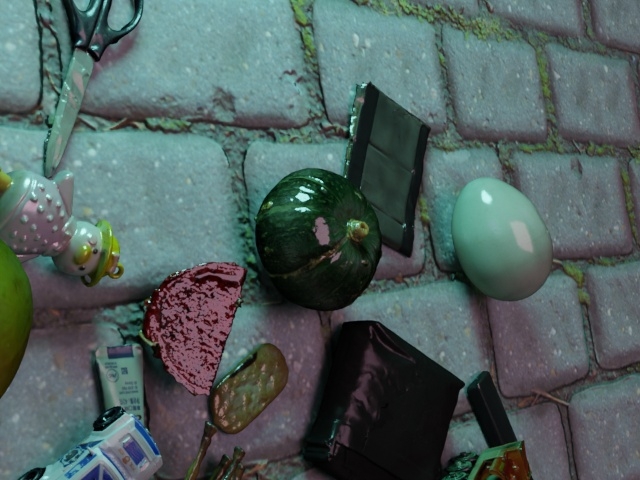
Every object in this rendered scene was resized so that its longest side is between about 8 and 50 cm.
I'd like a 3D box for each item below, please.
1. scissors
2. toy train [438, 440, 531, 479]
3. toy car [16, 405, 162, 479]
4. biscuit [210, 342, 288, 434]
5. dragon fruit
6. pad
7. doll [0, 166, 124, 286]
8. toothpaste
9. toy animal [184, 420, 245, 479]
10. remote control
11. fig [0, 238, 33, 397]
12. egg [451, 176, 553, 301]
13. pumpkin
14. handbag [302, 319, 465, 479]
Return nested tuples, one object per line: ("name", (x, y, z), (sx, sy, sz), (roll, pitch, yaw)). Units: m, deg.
("scissors", (-0.277, -0.204, 1.191), (0.109, 0.022, 0.300), (27, 63, -35))
("toy train", (0.246, 0.353, 1.515), (0.176, 0.118, 0.074), (-13, 86, -73))
("toy car", (-0.245, 0.253, 1.061), (0.170, 0.070, 0.080), (-38, 110, -21))
("biscuit", (-0.089, 0.186, 1.298), (0.147, 0.018, 0.071), (-41, 113, -45))
("dragon fruit", (-0.162, 0.092, 1.206), (0.106, 0.083, 0.162), (20, 84, -22))
("pad", (0.099, -0.108, 1.563), (0.174, 0.022, 0.233), (27, 64, -41))
("doll", (-0.290, -0.012, 1.090), (0.207, 0.081, 0.129), (37, 87, -38))
("toothpaste", (-0.215, 0.224, 1.144), (0.062, 0.037, 0.216), (1, 78, -42))
("toy animal", (-0.160, 0.308, 1.124), (0.275, 0.054, 0.149), (-38, 140, -53))
("remote control", (0.300, 0.328, 1.667), (0.063, 0.025, 0.245), (-40, 110, -48))
("fig", (-0.361, 0.066, 0.916), (0.207, 0.207, 0.230), (46, 28, -29))
("egg", (0.288, -0.003, 1.638), (0.151, 0.151, 0.209), (-33, 104, -45))
("pumpkin", (-0.001, -0.001, 1.340), (0.190, 0.146, 0.190), (2, 90, -66))
("handbag", (0.100, 0.250, 1.434), (0.247, 0.080, 0.223), (37, 57, -34))
